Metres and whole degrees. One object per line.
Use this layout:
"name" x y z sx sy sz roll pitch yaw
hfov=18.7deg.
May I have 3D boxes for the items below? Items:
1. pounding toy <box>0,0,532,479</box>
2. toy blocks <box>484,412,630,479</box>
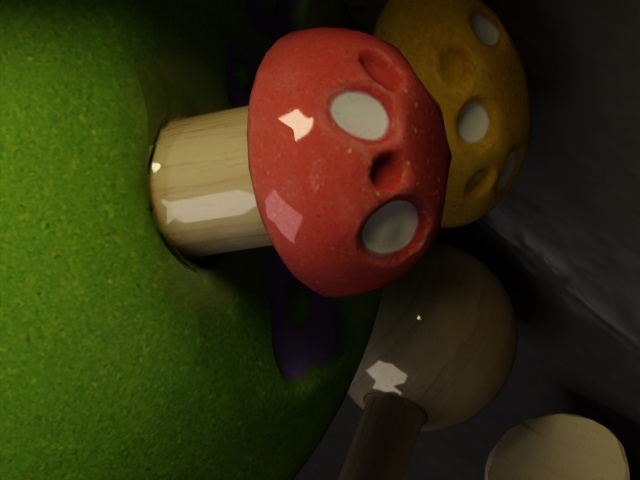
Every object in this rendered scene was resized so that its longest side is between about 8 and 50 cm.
"pounding toy" 0.000 0.000 0.431 0.110 0.183 0.237 -7 133 29
"toy blocks" 0.119 0.267 0.530 0.309 0.288 0.260 25 149 30
